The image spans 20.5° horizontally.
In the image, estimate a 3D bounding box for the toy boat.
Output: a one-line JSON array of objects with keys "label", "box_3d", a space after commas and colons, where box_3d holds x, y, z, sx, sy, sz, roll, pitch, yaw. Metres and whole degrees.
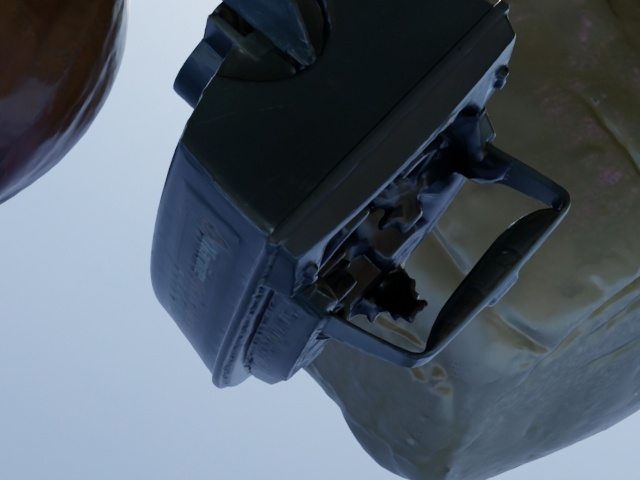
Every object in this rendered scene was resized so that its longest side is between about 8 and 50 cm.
[{"label": "toy boat", "box_3d": [0.000, 0.000, 0.528, 0.103, 0.093, 0.246, 43, 163, 6]}]

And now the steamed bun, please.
[{"label": "steamed bun", "box_3d": [0.148, -0.047, 0.973, 0.383, 0.236, 0.247, -27, -114, -37]}]

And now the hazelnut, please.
[{"label": "hazelnut", "box_3d": [-0.182, -0.107, 0.854, 0.181, 0.181, 0.212, -32, -139, -28]}]
